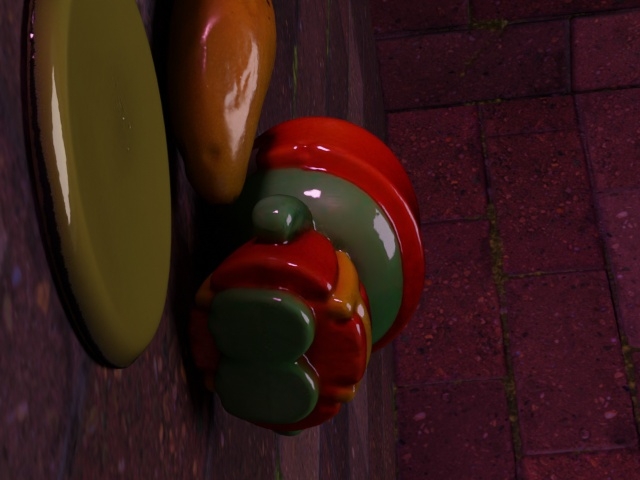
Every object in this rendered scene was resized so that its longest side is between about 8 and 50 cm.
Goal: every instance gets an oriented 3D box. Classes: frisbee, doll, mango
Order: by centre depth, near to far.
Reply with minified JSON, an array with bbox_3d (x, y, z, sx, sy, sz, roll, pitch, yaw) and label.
[{"bbox_3d":[-0.112,-0.049,0.711,0.236,0.017,0.236,-6,90,-84],"label":"frisbee"},{"bbox_3d":[-0.070,-0.119,0.902,0.098,0.075,0.190,61,30,-60],"label":"mango"},{"bbox_3d":[-0.001,0.000,1.010,0.363,0.160,0.182,-83,165,-64],"label":"doll"}]
